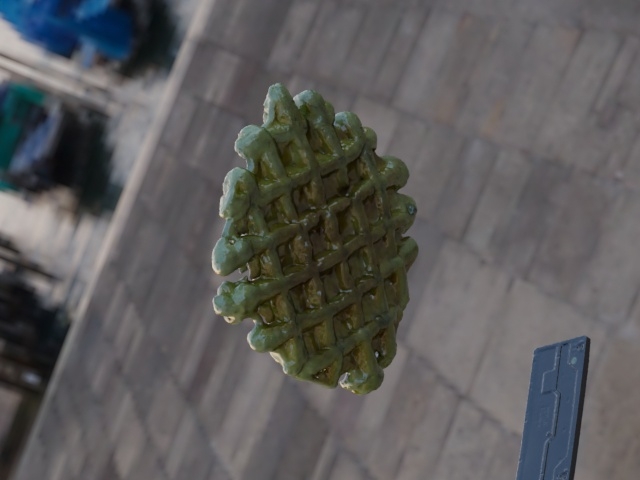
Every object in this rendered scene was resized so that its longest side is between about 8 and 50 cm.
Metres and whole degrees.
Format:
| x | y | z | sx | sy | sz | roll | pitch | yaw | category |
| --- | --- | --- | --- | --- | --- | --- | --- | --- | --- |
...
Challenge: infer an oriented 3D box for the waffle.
| x | y | z | sx | sy | sz | roll | pitch | yaw | category |
| --- | --- | --- | --- | --- | --- | --- | --- | --- | --- |
| 0.000 | 0.000 | 1.148 | 0.036 | 0.169 | 0.183 | -13 | 58 | 41 | waffle |

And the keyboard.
| x | y | z | sx | sy | sz | roll | pitch | yaw | category |
| --- | --- | --- | --- | --- | --- | --- | --- | --- | --- |
| 0.181 | 0.138 | 1.435 | 0.053 | 0.010 | 0.155 | -16 | 39 | 31 | keyboard |
